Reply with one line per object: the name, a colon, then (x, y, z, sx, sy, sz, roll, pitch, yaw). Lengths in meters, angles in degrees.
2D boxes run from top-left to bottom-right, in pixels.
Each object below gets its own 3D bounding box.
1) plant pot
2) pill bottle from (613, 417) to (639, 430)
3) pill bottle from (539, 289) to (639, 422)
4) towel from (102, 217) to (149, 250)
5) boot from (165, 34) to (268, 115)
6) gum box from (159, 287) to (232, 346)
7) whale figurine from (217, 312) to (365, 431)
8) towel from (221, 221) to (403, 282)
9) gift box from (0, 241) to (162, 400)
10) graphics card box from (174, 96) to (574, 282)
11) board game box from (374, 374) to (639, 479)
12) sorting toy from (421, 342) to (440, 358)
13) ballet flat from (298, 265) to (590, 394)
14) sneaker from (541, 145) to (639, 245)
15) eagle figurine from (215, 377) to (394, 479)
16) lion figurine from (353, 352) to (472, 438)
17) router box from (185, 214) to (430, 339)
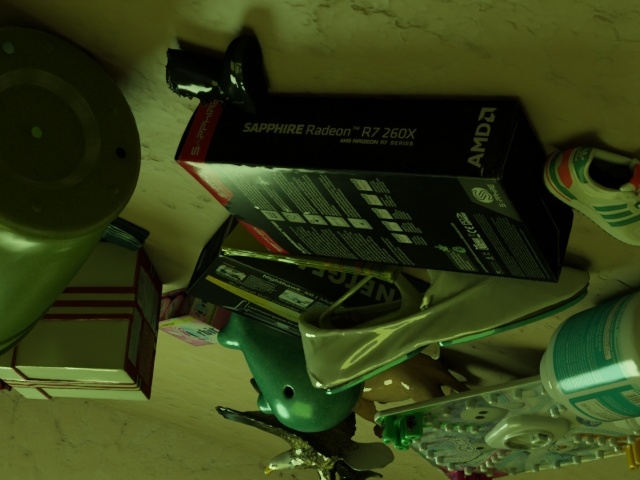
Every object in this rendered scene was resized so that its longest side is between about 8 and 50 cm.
plant pot: (-0.390, -0.060, 1.190, 0.366, 0.366, 0.353, 30, 145, -29)
pill bottle: (0.502, 0.216, 1.395, 0.216, 0.121, 0.121, -2, 151, 43)
pill bottle: (0.375, 0.145, 1.289, 0.146, 0.146, 0.264, 23, 159, -12)
towel: (-0.332, -0.018, 1.635, 0.119, 0.029, 0.067, 26, 159, -19)
boot: (-0.108, -0.171, 1.045, 0.099, 0.045, 0.121, 18, 160, 12)
gum box: (-0.224, 0.139, 1.893, 0.107, 0.062, 0.188, 29, 157, -25)
whale figurine: (-0.061, 0.202, 1.729, 0.272, 0.216, 0.141, 35, -158, 15)
towel: (0.000, 0.000, 1.309, 0.237, 0.102, 0.021, 8, 129, 25)
gift box: (-0.418, 0.119, 1.740, 0.258, 0.255, 0.276, 1, 154, 4)
graphics card box: (0.060, -0.056, 1.120, 0.371, 0.094, 0.233, 6, 156, 32)
board game box: (0.342, 0.330, 1.724, 0.390, 0.050, 0.390, -17, 146, 22)
sorting toy: (0.144, 0.155, 1.663, 0.083, 0.044, 0.075, 22, 166, -11)
ballet flat: (0.132, 0.080, 1.315, 0.400, 0.139, 0.139, -24, 138, 29)
sneaker: (0.295, -0.043, 1.006, 0.161, 0.057, 0.075, 28, 163, -16)
eagle figurine: (-0.032, 0.361, 1.950, 0.298, 0.225, 0.226, 58, 164, -5)
lion figurine: (0.120, 0.247, 1.823, 0.392, 0.142, 0.240, -15, 136, 33)
router box: (-0.022, 0.074, 1.534, 0.309, 0.081, 0.243, 23, 159, -12)
